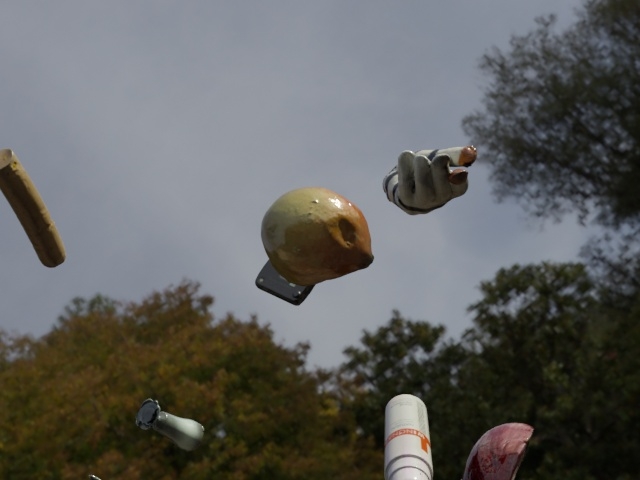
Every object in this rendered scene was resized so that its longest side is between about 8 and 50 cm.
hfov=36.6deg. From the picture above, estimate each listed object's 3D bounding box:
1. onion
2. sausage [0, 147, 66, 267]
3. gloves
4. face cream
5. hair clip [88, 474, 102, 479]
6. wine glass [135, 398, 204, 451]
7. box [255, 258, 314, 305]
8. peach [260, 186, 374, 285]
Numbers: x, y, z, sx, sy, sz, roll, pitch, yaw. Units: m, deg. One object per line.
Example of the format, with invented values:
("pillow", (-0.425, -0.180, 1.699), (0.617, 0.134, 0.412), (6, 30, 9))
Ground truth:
("onion", (0.362, 0.499, 2.041), (0.283, 0.120, 0.227), (-38, -35, -69))
("sausage", (-0.557, -0.052, 1.857), (0.066, 0.066, 0.301), (-30, -37, -13))
("gloves", (0.205, -0.109, 1.786), (0.140, 0.219, 0.131), (-9, -76, -21))
("face cream", (0.182, 0.445, 2.029), (0.102, 0.102, 0.345), (-47, 10, 15))
("hair clip", (-0.402, 0.530, 1.887), (0.195, 0.124, 0.052), (30, -56, -14))
("wine glass", (-0.325, 0.403, 2.101), (0.072, 0.072, 0.155), (-42, -44, 7))
("box", (-0.068, 0.073, 2.137), (0.126, 0.125, 0.027), (-55, -25, -26))
("peach", (0.000, 0.000, 1.919), (0.232, 0.232, 0.232), (-27, -32, -18))
